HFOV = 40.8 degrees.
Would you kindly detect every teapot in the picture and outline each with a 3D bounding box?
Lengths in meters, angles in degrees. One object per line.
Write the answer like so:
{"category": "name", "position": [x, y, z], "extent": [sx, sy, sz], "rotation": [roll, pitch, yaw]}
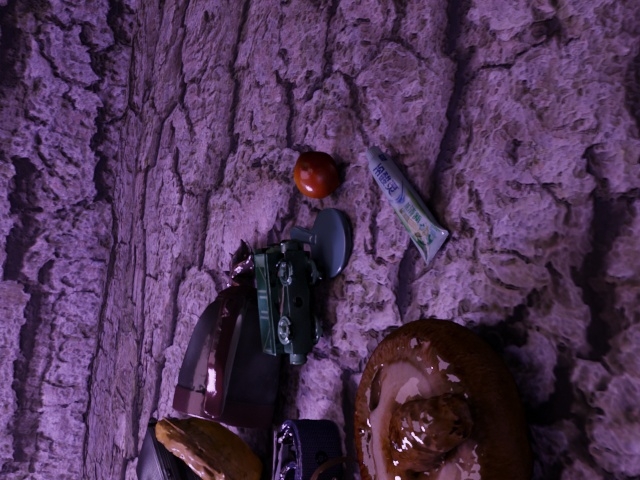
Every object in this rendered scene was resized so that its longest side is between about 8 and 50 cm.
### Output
{"category": "teapot", "position": [-0.203, 0.253, 1.951], "extent": [0.315, 0.233, 0.312], "rotation": [60, -140, -82]}

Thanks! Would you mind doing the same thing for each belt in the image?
{"category": "belt", "position": [-0.040, 0.477, 1.741], "extent": [0.139, 0.126, 0.231], "rotation": [-4, 82, 61]}

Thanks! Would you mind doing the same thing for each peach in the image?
{"category": "peach", "position": [-0.010, -0.144, 1.847], "extent": [0.100, 0.100, 0.101], "rotation": [-23, 64, 60]}

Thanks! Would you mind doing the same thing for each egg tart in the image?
{"category": "egg tart", "position": [-0.244, 0.508, 2.021], "extent": [0.129, 0.341, 0.341], "rotation": [-50, 21, -17]}

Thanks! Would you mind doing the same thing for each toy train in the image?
{"category": "toy train", "position": [-0.061, 0.131, 1.855], "extent": [0.154, 0.115, 0.269], "rotation": [177, 88, -66]}

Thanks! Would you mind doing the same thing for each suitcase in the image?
{"category": "suitcase", "position": [-0.437, 0.672, 2.463], "extent": [0.312, 0.128, 0.202], "rotation": [55, 132, 51]}

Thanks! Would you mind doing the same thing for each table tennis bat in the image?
{"category": "table tennis bat", "position": [0.000, 0.000, 1.870], "extent": [0.237, 0.038, 0.149], "rotation": [13, 101, 60]}

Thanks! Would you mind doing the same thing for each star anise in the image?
{"category": "star anise", "position": [-0.204, 0.100, 2.209], "extent": [0.180, 0.061, 0.205], "rotation": [154, 122, -65]}

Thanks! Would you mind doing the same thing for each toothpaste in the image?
{"category": "toothpaste", "position": [0.153, -0.077, 1.582], "extent": [0.075, 0.048, 0.297], "rotation": [-59, 39, 29]}

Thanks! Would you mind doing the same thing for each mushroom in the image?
{"category": "mushroom", "position": [0.177, 0.300, 1.291], "extent": [0.345, 0.239, 0.345], "rotation": [-59, 15, 26]}

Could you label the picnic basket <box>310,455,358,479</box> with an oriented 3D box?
{"category": "picnic basket", "position": [0.033, 0.480, 1.590], "extent": [0.138, 0.128, 0.178], "rotation": [26, 125, 59]}
